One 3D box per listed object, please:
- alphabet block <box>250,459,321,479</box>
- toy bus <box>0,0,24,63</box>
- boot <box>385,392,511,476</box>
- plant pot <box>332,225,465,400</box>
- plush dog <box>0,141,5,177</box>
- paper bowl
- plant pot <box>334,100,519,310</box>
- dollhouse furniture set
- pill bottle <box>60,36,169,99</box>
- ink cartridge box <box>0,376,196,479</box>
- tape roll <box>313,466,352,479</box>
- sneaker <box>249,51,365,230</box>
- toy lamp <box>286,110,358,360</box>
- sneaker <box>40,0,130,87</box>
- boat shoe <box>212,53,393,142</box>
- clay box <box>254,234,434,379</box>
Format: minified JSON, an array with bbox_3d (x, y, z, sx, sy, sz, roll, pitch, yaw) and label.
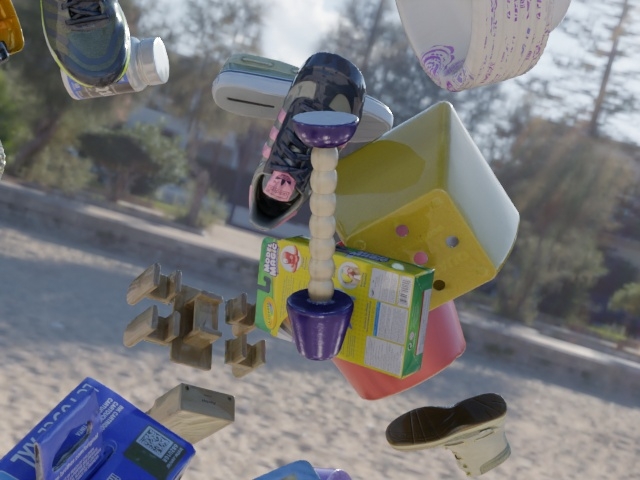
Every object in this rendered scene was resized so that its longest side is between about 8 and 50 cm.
[{"bbox_3d":[-0.061,0.436,1.269,0.193,0.197,0.192,-16,42,-22],"label":"alphabet block"},{"bbox_3d":[-0.561,-0.279,1.370,0.211,0.149,0.220,-6,21,48],"label":"toy bus"},{"bbox_3d":[0.228,0.355,1.732,0.213,0.077,0.165,-16,-45,1],"label":"boot"},{"bbox_3d":[0.097,0.110,1.612,0.275,0.243,0.275,-27,3,1],"label":"plant pot"},{"bbox_3d":[-0.362,-0.058,0.766,0.225,0.262,0.210,-1,-40,-8],"label":"plush dog"},{"bbox_3d":[0.186,-0.321,1.126,0.148,0.284,0.284,-14,6,-11],"label":"paper bowl"},{"bbox_3d":[0.130,-0.020,1.296,0.212,0.212,0.187,55,18,-19],"label":"plant pot"},{"bbox_3d":[-0.220,0.193,1.598,0.212,0.242,0.161,21,-38,-32],"label":"dollhouse furniture set"},{"bbox_3d":[-0.290,-0.246,1.402,0.137,0.078,0.078,-6,-4,11],"label":"pill bottle"},{"bbox_3d":[-0.280,0.323,0.965,0.151,0.395,0.270,34,28,3],"label":"ink cartridge box"},{"bbox_3d":[-0.006,0.503,1.771,0.080,0.189,0.189,-2,-8,26],"label":"tape roll"},{"bbox_3d":[-0.025,-0.125,1.395,0.112,0.131,0.319,25,-35,0],"label":"sneaker"},{"bbox_3d":[0.000,0.000,1.084,0.080,0.274,0.080,0,19,0],"label":"toy lamp"},{"bbox_3d":[-0.313,-0.338,1.240,0.111,0.300,0.121,-16,-2,-9],"label":"sneaker"},{"bbox_3d":[-0.024,-0.243,1.626,0.302,0.094,0.109,14,-30,-2],"label":"boat shoe"},{"bbox_3d":[0.023,0.072,1.194,0.222,0.127,0.053,16,16,33],"label":"clay box"}]
